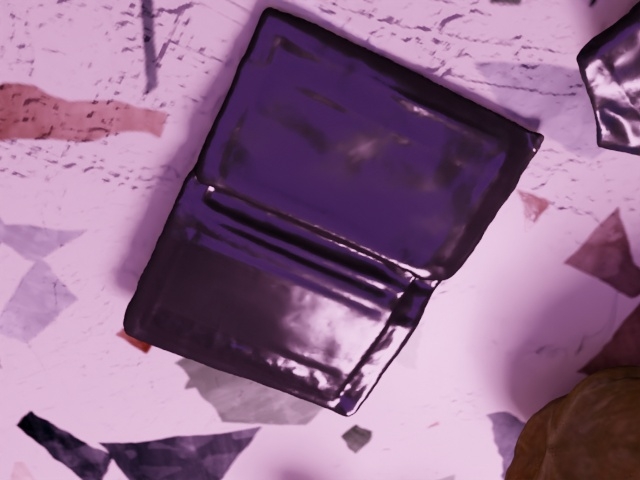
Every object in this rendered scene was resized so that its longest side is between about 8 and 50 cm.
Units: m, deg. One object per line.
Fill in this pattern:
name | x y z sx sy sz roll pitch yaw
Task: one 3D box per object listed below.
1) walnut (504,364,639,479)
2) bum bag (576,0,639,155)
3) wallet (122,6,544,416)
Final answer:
walnut | 0.304 0.246 0.758 0.283 0.283 0.227 29 148 -18
bum bag | 0.302 -0.172 0.574 0.137 0.074 0.310 28 121 -29
wallet | 0.000 0.000 0.708 0.247 0.041 0.323 22 118 -15
